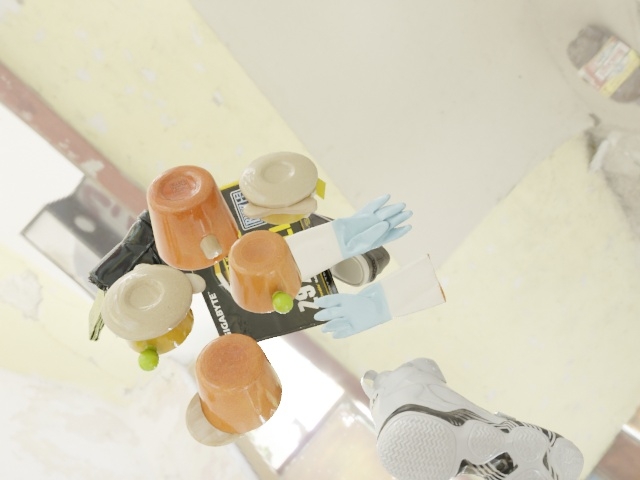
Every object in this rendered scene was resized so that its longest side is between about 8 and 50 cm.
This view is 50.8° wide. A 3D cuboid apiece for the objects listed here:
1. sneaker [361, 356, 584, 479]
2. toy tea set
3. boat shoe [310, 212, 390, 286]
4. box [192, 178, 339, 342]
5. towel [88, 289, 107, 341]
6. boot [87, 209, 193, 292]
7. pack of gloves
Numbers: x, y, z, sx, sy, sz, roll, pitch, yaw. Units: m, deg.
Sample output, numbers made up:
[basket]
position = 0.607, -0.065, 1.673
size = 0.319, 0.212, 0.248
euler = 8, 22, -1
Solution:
[sneaker]
position = 0.236, 0.295, 1.083
size = 0.365, 0.138, 0.210
euler = 15, -162, -19
[toy tea set]
position = -0.102, 0.052, 0.692
size = 0.199, 0.336, 0.124
euler = 1, 138, 9
[boat shoe]
position = 0.000, 0.000, 1.439
size = 0.335, 0.095, 0.112
euler = 28, 127, 35
[box]
position = -0.128, 0.036, 1.342
size = 0.079, 0.257, 0.322
euler = -51, -58, -72
[towel]
position = -0.518, 0.166, 1.589
size = 0.027, 0.110, 0.148
euler = 21, -170, -26
[boot]
position = -0.361, 0.080, 1.492
size = 0.246, 0.207, 0.094
euler = 37, 165, -6
[pack of gloves]
position = 0.074, 0.045, 1.107
size = 0.046, 0.232, 0.195
euler = 4, -115, -63
